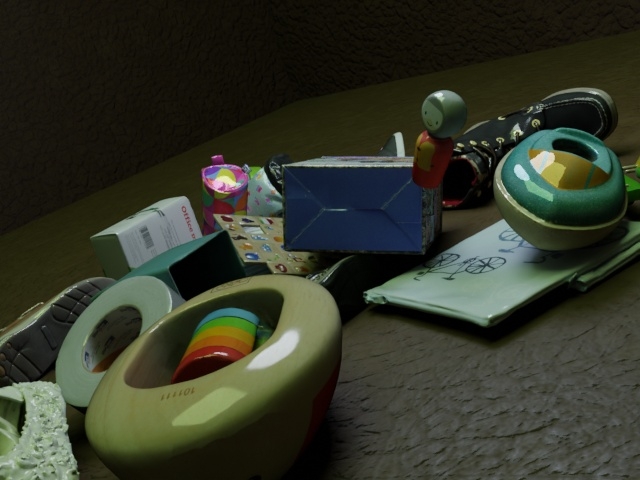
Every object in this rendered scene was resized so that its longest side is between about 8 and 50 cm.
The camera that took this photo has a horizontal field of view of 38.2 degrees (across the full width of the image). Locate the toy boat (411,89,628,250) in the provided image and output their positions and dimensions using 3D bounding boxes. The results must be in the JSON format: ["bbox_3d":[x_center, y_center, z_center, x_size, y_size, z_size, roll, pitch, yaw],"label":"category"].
[{"bbox_3d":[0.287,-0.109,1.328,0.318,0.148,0.267,18,34,9],"label":"toy boat"}]

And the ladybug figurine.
[{"bbox_3d":[-0.108,0.176,1.111,0.305,0.162,0.449,-16,16,13],"label":"ladybug figurine"}]

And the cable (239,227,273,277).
[{"bbox_3d":[-0.146,0.046,1.754,0.257,0.089,0.257,-2,22,46],"label":"cable"}]

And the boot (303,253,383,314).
[{"bbox_3d":[-0.028,0.089,1.479,0.178,0.085,0.236,-8,17,44],"label":"boot"}]

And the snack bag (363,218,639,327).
[{"bbox_3d":[0.277,0.042,1.370,0.342,0.037,0.323,-26,16,-26],"label":"snack bag"}]

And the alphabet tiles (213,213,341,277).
[{"bbox_3d":[-0.066,0.009,1.648,0.198,0.009,0.237,3,25,-25],"label":"alphabet tiles"}]

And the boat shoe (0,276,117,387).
[{"bbox_3d":[-0.504,0.162,1.726,0.116,0.123,0.324,-8,17,42],"label":"boat shoe"}]

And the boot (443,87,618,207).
[{"bbox_3d":[0.372,-0.180,1.842,0.377,0.138,0.284,-8,17,46],"label":"boot"}]

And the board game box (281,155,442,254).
[{"bbox_3d":[0.081,-0.067,1.580,0.232,0.141,0.291,1,8,13],"label":"board game box"}]

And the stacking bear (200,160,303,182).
[{"bbox_3d":[-0.121,-0.106,2.145,0.289,0.164,0.175,-10,3,-8],"label":"stacking bear"}]

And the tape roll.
[{"bbox_3d":[-0.282,0.160,1.351,0.219,0.072,0.219,-23,42,23],"label":"tape roll"}]

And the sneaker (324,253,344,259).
[{"bbox_3d":[0.000,0.000,1.792,0.075,0.063,0.170,-21,19,-32],"label":"sneaker"}]

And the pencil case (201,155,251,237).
[{"bbox_3d":[-0.197,-0.052,1.892,0.104,0.236,0.104,5,42,-4],"label":"pencil case"}]

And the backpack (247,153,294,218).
[{"bbox_3d":[-0.108,-0.079,1.985,0.115,0.152,0.182,-3,-39,-49],"label":"backpack"}]

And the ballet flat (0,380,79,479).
[{"bbox_3d":[-0.394,0.252,1.178,0.147,0.147,0.409,-24,16,-19],"label":"ballet flat"}]

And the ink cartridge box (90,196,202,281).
[{"bbox_3d":[-0.359,0.019,1.975,0.092,0.160,0.219,-7,18,38],"label":"ink cartridge box"}]

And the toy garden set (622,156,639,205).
[{"bbox_3d":[0.510,-0.092,1.520,0.244,0.049,0.204,-15,16,1],"label":"toy garden set"}]

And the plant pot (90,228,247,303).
[{"bbox_3d":[-0.258,0.107,1.553,0.234,0.165,0.166,-14,15,34],"label":"plant pot"}]

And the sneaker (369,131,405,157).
[{"bbox_3d":[0.132,-0.178,2.180,0.147,0.104,0.296,-11,20,7],"label":"sneaker"}]
